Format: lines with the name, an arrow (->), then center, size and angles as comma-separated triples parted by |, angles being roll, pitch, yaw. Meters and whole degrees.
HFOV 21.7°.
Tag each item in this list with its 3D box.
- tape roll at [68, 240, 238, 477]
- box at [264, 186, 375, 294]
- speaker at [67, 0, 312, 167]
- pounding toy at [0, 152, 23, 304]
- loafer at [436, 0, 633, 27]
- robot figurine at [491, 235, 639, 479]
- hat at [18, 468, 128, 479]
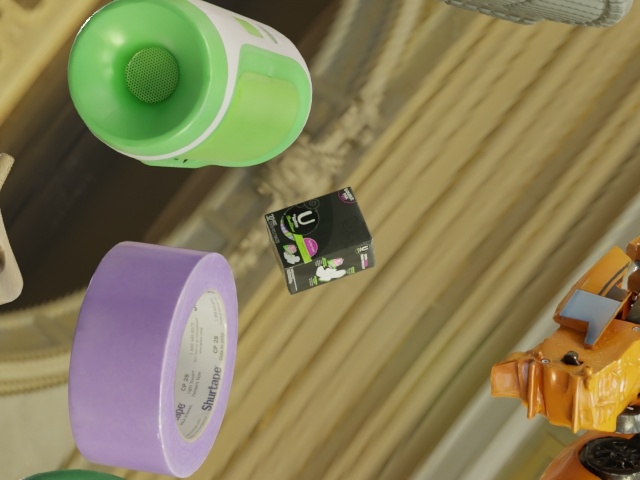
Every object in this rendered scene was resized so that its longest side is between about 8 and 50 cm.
tape roll -> -0.135, 0.098, 1.379 | 0.080, 0.189, 0.189 | 8, -112, 15
box -> 0.000, 0.000, 1.488 | 0.083, 0.052, 0.062 | -18, -119, -6
speaker -> -0.094, -0.122, 1.315 | 0.131, 0.296, 0.131 | 0, -89, 13
pounding toy -> -0.307, -0.025, 1.495 | 0.155, 0.154, 0.269 | -17, -127, 15
loafer -> 0.107, -0.165, 0.883 | 0.251, 0.094, 0.087 | -139, -117, -79
robot figurine -> 0.207, 0.080, 1.073 | 0.085, 0.291, 0.211 | 14, -62, 29
hat -> -0.148, 0.200, 1.134 | 0.173, 0.208, 0.183 | -47, -175, 14
